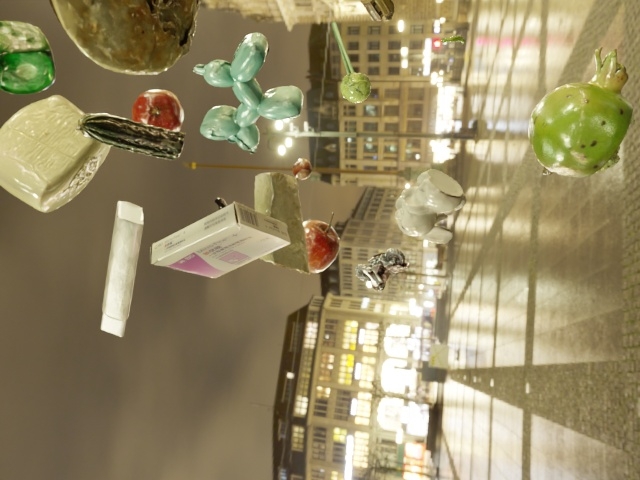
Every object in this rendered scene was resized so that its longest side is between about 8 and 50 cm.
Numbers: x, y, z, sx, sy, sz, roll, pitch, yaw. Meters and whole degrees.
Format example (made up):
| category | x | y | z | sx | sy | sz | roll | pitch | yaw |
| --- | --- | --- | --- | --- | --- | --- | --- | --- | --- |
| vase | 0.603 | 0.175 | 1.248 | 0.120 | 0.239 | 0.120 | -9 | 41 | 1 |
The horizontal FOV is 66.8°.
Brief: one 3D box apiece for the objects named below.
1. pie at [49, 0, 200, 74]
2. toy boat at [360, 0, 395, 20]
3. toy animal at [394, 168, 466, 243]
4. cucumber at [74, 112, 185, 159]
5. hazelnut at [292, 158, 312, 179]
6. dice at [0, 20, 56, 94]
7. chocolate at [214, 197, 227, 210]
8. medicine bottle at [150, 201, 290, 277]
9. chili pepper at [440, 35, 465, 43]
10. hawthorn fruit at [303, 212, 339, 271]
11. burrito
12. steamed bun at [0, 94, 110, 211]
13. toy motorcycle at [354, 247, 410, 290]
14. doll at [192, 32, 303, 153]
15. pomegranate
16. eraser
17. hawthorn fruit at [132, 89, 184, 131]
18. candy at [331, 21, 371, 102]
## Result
| category | x | y | z | sx | sy | sz | roll | pitch | yaw |
| --- | --- | --- | --- | --- | --- | --- | --- | --- | --- |
| pie | -0.297 | -0.433 | 0.783 | 0.339 | 0.077 | 0.339 | 14 | -90 | -71 |
| toy boat | 0.184 | -0.822 | 1.649 | 0.226 | 0.088 | 0.068 | 18 | -142 | -60 |
| toy animal | 0.308 | -0.092 | 1.342 | 0.128 | 0.178 | 0.193 | -99 | 22 | -46 |
| cucumber | -0.408 | -0.230 | 1.065 | 0.265 | 0.077 | 0.077 | 6 | -91 | -52 |
| hazelnut | -0.072 | -0.285 | 1.935 | 0.086 | 0.086 | 0.086 | 5 | -90 | -77 |
| dice | -0.730 | -0.442 | 1.174 | 0.128 | 0.120 | 0.131 | -24 | -19 | -37 |
| chocolate | -0.379 | -0.100 | 1.940 | 0.072 | 0.070 | 0.147 | -171 | 72 | -71 |
| medicine bottle | -0.183 | 0.004 | 0.900 | 0.171 | 0.201 | 0.052 | 25 | -133 | -59 |
| chili pepper | 0.383 | -0.574 | 1.387 | 0.030 | 0.083 | 0.017 | -174 | 78 | -75 |
| hawthorn fruit | -0.021 | 0.029 | 2.152 | 0.235 | 0.262 | 0.232 | 39 | -118 | -48 |
| burrito | -0.115 | -0.045 | 1.386 | 0.105 | 0.143 | 0.300 | 155 | 109 | -79 |
| steamed bun | -0.628 | -0.197 | 1.126 | 0.250 | 0.200 | 0.155 | -58 | 5 | -30 |
| toy motorcycle | 0.212 | 0.100 | 1.608 | 0.118 | 0.212 | 0.084 | 48 | -134 | -9 |
| doll | -0.109 | -0.197 | 0.699 | 0.059 | 0.158 | 0.159 | -86 | -27 | -42 |
| pomegranate | 0.690 | -0.323 | 1.271 | 0.260 | 0.260 | 0.341 | -52 | -23 | -67 |
| eraser | -0.655 | 0.091 | 1.598 | 0.213 | 0.082 | 0.397 | -132 | 54 | -61 |
| hawthorn fruit | -0.637 | -0.497 | 1.906 | 0.253 | 0.204 | 0.205 | -175 | 90 | -75 |
| candy | 0.084 | -0.593 | 1.586 | 0.092 | 0.093 | 0.336 | 6 | -119 | -40 |
